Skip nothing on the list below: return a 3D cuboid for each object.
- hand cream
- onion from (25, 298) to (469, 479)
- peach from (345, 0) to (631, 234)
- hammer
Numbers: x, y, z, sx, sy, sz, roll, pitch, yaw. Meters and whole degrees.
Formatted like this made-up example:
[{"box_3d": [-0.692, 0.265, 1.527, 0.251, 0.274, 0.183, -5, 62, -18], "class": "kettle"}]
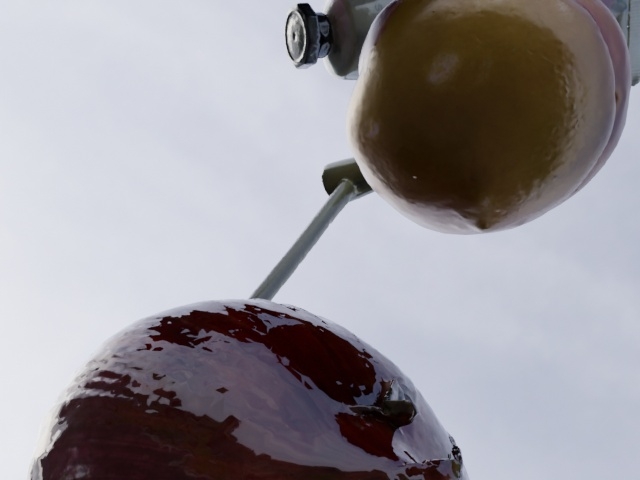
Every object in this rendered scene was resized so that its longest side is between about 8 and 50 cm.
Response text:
[{"box_3d": [0.092, -0.123, 1.044, 0.050, 0.234, 0.080, -152, -120, -62], "class": "hand cream"}, {"box_3d": [-0.021, 0.144, 0.778, 0.161, 0.248, 0.248, -3, -75, 63], "class": "onion"}, {"box_3d": [0.081, -0.068, 0.844, 0.138, 0.138, 0.138, 9, -71, 27], "class": "peach"}, {"box_3d": [0.000, 0.000, 1.086, 0.060, 0.195, 0.028, -13, -66, 32], "class": "hammer"}]
